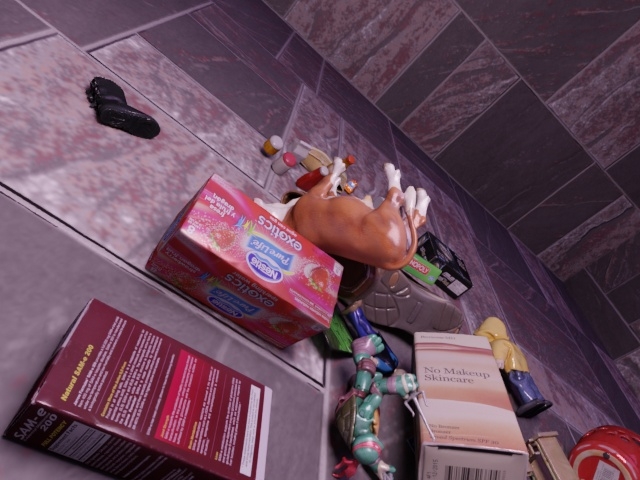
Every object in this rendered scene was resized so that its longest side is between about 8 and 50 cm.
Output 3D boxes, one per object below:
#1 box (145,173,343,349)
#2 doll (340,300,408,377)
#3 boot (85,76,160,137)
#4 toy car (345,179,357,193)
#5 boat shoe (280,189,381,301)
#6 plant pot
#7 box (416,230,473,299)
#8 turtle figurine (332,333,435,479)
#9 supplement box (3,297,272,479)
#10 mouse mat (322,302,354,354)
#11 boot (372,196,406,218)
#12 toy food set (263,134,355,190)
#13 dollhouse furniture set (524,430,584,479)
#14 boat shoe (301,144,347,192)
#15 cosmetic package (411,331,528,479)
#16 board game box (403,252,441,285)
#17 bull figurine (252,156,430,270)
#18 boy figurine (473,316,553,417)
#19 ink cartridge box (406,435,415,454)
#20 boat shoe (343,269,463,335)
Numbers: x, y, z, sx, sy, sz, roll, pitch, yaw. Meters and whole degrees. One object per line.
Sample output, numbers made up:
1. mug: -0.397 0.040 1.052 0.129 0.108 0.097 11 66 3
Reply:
1. box: -0.105 0.041 0.680 0.256 0.128 0.123 37 45 -21
2. doll: 0.109 0.208 0.884 0.189 0.046 0.129 56 17 5
3. boot: -0.360 -0.244 0.826 0.121 0.045 0.099 11 40 -50
4. toy car: 0.117 -0.142 1.397 0.060 0.040 0.122 -2 53 -57
5. boat shoe: 0.000 0.000 0.886 0.116 0.123 0.324 38 6 -40
6. plant pot: 0.735 0.581 1.146 0.174 0.191 0.191 9 44 -41
7. box: 0.390 0.079 1.455 0.180 0.077 0.147 37 27 -19
8. turtle figurine: 0.079 0.256 0.669 0.118 0.175 0.234 15 23 -8
9. supplement box: -0.170 0.179 0.479 0.239 0.073 0.130 36 27 -22
10. mouse mat: 0.011 0.127 0.850 0.152 0.007 0.190 35 26 -59
11. boot: 0.235 -0.032 1.354 0.123 0.095 0.258 25 32 -25
12. toy food set: -0.025 -0.204 1.163 0.232 0.104 0.111 24 56 -34
13. dollhouse furniture set: 0.462 0.522 0.962 0.160 0.101 0.182 5 43 -20
14. boat shoe: 0.005 -0.202 1.297 0.190 0.068 0.072 29 47 -29
15. cosmetic package: 0.234 0.289 0.768 0.153 0.129 0.296 1 19 8
16. board game box: 0.123 -0.017 1.093 0.213 0.046 0.317 28 8 -33
17. bull figurine: 0.029 -0.044 0.766 0.310 0.189 0.101 17 -21 27
18. boy figurine: 0.527 0.344 1.273 0.177 0.092 0.285 20 35 -42
19. ink cartridge box: 0.289 0.470 0.769 0.165 0.065 0.333 8 45 -51
20. boat shoe: 0.154 0.123 1.020 0.355 0.132 0.130 33 3 -17
